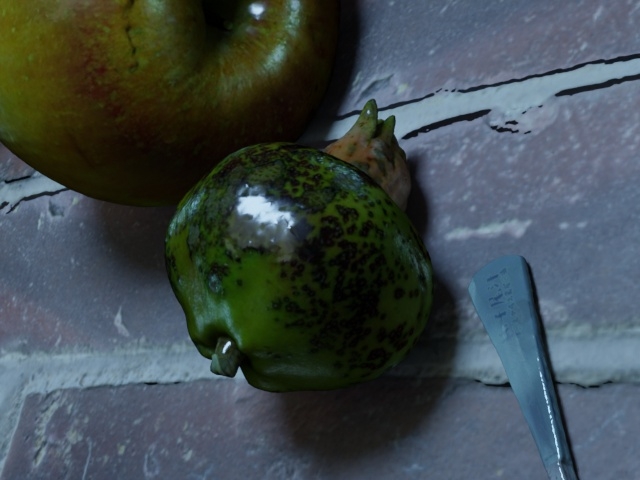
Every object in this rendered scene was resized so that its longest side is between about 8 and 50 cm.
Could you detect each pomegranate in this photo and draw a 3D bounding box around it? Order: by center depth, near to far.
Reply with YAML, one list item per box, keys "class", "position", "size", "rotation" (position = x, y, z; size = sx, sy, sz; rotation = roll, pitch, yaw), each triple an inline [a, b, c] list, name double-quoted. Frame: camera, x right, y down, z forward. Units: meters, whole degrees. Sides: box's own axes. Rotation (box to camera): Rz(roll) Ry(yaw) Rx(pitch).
- class: "pomegranate"
  position: [-0.009, 0.007, 1.036]
  size: [0.204, 0.222, 0.276]
  rotation: [-44, 10, 26]

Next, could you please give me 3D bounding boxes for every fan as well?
- class: "fan"
  position: [0.163, 0.127, 0.911]
  size: [0.057, 0.023, 0.282]
  rotation: [-32, 46, 25]

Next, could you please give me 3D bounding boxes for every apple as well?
- class: "apple"
  position: [-0.176, -0.217, 1.244]
  size: [0.374, 0.374, 0.384]
  rotation: [7, 42, 46]
